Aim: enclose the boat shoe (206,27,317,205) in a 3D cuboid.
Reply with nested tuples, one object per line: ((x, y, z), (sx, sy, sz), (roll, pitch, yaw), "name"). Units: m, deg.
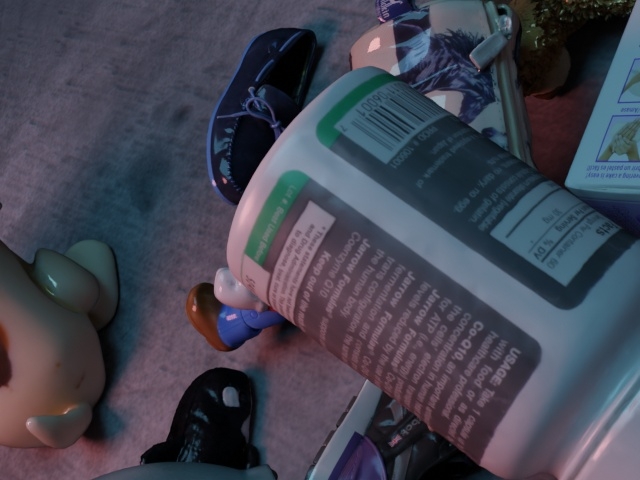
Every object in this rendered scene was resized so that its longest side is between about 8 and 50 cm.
((-0.070, -0.165, 1.737), (0.089, 0.109, 0.258), (-11, 56, 37), "boat shoe")

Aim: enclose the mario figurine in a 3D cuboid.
((0.000, 0.000, 1.485), (0.320, 0.170, 0.198), (-23, 43, 37), "mario figurine")

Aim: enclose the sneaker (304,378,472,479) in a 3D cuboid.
((0.100, 0.164, 1.336), (0.124, 0.107, 0.283), (20, 68, 22), "sneaker")

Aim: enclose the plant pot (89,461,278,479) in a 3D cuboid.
((-0.096, 0.318, 1.281), (0.196, 0.293, 0.293), (-25, 39, -7), "plant pot")

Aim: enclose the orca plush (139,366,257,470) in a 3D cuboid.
((-0.169, 0.255, 1.516), (0.151, 0.102, 0.287), (23, 80, 52), "orca plush")

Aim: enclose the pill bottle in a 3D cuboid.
((0.125, 0.046, 1.061), (0.361, 0.204, 0.204), (37, 90, 16), "pill bottle")

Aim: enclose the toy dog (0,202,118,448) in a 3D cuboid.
((-0.475, 0.086, 1.716), (0.284, 0.408, 0.395), (-41, 39, 16), "toy dog")

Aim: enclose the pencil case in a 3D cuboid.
((0.140, -0.024, 1.274), (0.183, 0.160, 0.410), (-43, 53, 55), "pencil case")

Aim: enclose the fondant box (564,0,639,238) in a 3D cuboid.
((0.348, -0.127, 1.161), (0.096, 0.238, 0.330), (4, 65, 47), "fondant box")

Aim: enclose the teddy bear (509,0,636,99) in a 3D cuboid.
((0.258, -0.271, 1.494), (0.245, 0.113, 0.338), (-7, 49, 35), "teddy bear")
